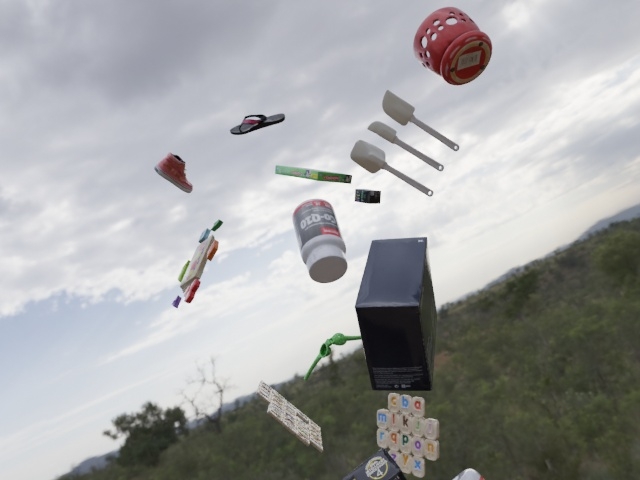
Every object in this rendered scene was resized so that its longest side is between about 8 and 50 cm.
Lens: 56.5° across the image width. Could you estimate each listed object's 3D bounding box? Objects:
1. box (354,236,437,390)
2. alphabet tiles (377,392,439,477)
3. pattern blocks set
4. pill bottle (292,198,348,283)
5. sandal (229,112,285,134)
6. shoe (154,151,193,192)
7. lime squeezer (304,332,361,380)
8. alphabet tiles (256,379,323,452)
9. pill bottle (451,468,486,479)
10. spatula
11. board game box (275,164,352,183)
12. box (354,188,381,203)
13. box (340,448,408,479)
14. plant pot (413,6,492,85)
[{"bbox_3d":[0.234,0.209,1.756,0.178,0.313,0.343,-3,31,16],"label":"box"},{"bbox_3d":[0.316,0.706,2.175,0.021,0.278,0.284,4,-7,-41],"label":"alphabet tiles"},{"bbox_3d":[-0.409,0.079,1.989,0.026,0.325,0.285,31,-26,-22],"label":"pattern blocks set"},{"bbox_3d":[0.000,0.000,2.080,0.161,0.283,0.161,-8,-45,-8],"label":"pill bottle"},{"bbox_3d":[-0.193,-0.362,1.798,0.179,0.040,0.067,-13,36,16],"label":"sandal"},{"bbox_3d":[-0.470,-0.226,2.000,0.081,0.063,0.178,-45,-36,6],"label":"shoe"},{"bbox_3d":[0.047,0.407,2.240,0.310,0.059,0.110,-33,-38,-2],"label":"lime squeezer"},{"bbox_3d":[-0.074,0.418,1.421,0.009,0.198,0.237,-50,0,-4],"label":"alphabet tiles"},{"bbox_3d":[0.439,0.756,1.506,0.181,0.323,0.181,-41,-17,-16],"label":"pill bottle"},{"bbox_3d":[0.192,-0.200,1.318,0.242,0.019,0.168,26,-86,-31],"label":"spatula"},{"bbox_3d":[-0.036,-0.312,2.804,0.213,0.046,0.317,-1,11,-41],"label":"board game box"},{"bbox_3d":[0.178,-0.167,2.248,0.062,0.052,0.083,-3,10,-40],"label":"box"},{"bbox_3d":[0.129,0.773,1.586,0.318,0.097,0.395,-36,-53,-9],"label":"box"},{"bbox_3d":[0.395,-0.562,1.758,0.191,0.174,0.191,-18,-39,-15],"label":"plant pot"}]
